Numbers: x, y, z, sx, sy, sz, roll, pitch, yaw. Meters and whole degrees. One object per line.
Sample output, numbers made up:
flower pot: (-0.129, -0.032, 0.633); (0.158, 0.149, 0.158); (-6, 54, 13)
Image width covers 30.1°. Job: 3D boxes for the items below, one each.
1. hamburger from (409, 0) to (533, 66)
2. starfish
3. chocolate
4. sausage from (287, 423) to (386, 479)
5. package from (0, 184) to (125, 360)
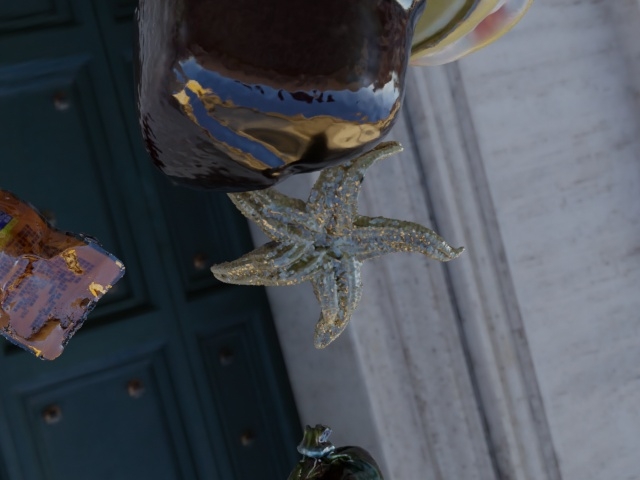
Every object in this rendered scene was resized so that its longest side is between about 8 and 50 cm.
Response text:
hamburger: (0.078, -0.311, 1.088); (0.261, 0.302, 0.186); (-15, -176, 32)
starfish: (0.000, 0.000, 1.165); (0.277, 0.236, 0.062); (17, -153, -6)
chocolate: (-0.024, -0.073, 0.541); (0.149, 0.080, 0.125); (-12, 160, 19)
sausage: (0.049, 0.289, 0.759); (0.082, 0.371, 0.082); (-16, -173, 2)
package: (-0.172, 0.010, 0.670); (0.077, 0.111, 0.033); (-49, -172, -6)
